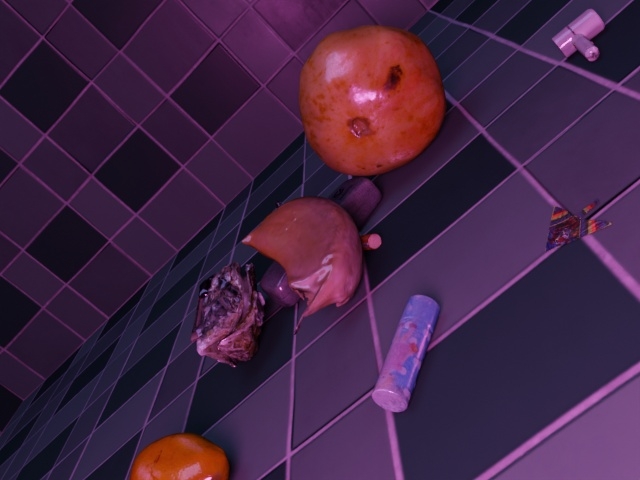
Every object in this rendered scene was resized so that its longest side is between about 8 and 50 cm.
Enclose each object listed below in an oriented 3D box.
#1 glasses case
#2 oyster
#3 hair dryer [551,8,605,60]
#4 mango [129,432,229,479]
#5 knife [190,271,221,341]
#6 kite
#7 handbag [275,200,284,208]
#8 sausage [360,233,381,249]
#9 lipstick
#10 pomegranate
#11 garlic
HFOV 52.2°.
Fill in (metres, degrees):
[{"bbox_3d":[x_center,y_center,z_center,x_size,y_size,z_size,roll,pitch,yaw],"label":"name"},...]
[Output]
[{"bbox_3d":[0.000,0.000,1.393,0.323,0.074,0.131,-50,18,-13],"label":"glasses case"},{"bbox_3d":[-0.184,0.151,1.344,0.158,0.162,0.351,-19,17,9],"label":"oyster"},{"bbox_3d":[0.460,-0.347,1.134,0.082,0.047,0.137,-38,24,24],"label":"hair dryer"},{"bbox_3d":[-0.215,0.364,1.011,0.219,0.112,0.145,-22,24,48],"label":"mango"},{"bbox_3d":[-0.320,0.175,1.822,0.089,0.043,0.365,-44,17,13],"label":"knife"},{"bbox_3d":[0.308,-0.019,0.808,0.090,0.004,0.122,-45,17,7],"label":"kite"},{"bbox_3d":[-0.056,-0.039,1.508,0.072,0.139,0.115,-39,15,-4],"label":"handbag"},{"bbox_3d":[0.078,0.005,1.267,0.031,0.031,0.107,-52,18,-19],"label":"sausage"},{"bbox_3d":[0.112,0.142,0.839,0.048,0.048,0.158,-29,24,45],"label":"lipstick"},{"bbox_3d":[0.106,-0.314,1.422,0.342,0.342,0.342,-41,17,16],"label":"pomegranate"},{"bbox_3d":[-0.007,0.044,1.172,0.196,0.151,0.338,-26,34,-8],"label":"garlic"}]
